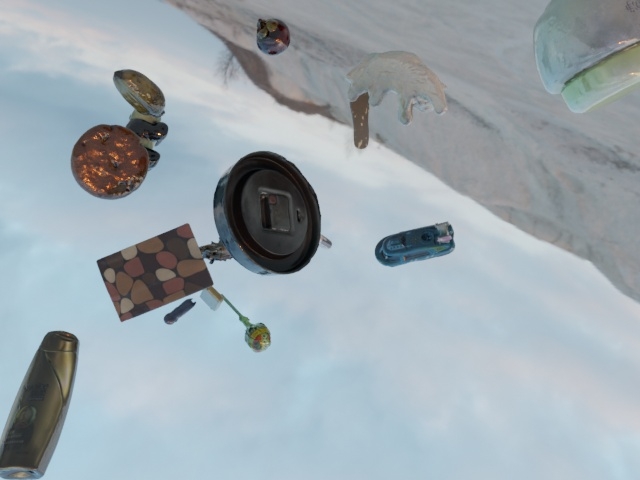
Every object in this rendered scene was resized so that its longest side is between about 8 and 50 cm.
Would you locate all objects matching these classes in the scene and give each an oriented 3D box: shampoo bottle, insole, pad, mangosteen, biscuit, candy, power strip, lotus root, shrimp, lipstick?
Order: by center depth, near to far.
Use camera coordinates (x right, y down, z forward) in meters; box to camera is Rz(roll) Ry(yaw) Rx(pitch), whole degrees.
[{"bbox_3d":[-0.106,-0.441,1.190,0.081,0.081,0.081,19,-163,-6],"label":"mangosteen"},{"bbox_3d":[-0.382,0.074,1.262,0.235,0.158,0.003,-22,-177,0],"label":"pad"},{"bbox_3d":[-0.663,0.381,1.311,0.125,0.084,0.350,-1,-131,2],"label":"shampoo bottle"},{"bbox_3d":[-0.468,-0.388,1.436,0.089,0.081,0.179,2,156,24],"label":"lotus root"},{"bbox_3d":[0.758,-0.537,1.510,0.322,0.322,0.317,-10,-107,-59],"label":"shampoo bottle"},{"bbox_3d":[-0.583,-0.217,1.521,0.212,0.212,0.036,11,-177,-28],"label":"biscuit"},{"bbox_3d":[-0.354,0.186,1.783,0.076,0.028,0.169,44,155,-1],"label":"power strip"},{"bbox_3d":[-0.268,-0.016,1.791,0.289,0.075,0.178,-11,-134,-6],"label":"shrimp"},{"bbox_3d":[-0.261,0.265,1.820,0.083,0.091,0.305,-4,-152,-39],"label":"candy"},{"bbox_3d":[0.000,0.000,1.852,0.040,0.040,0.141,30,178,26],"label":"lipstick"},{"bbox_3d":[0.139,-0.447,1.934,0.081,0.248,0.011,-9,-167,-28],"label":"insole"}]

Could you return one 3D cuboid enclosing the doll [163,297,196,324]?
[{"bbox_3d":[-0.433,0.218,1.689,0.037,0.027,0.125,44,-134,7],"label":"doll"}]

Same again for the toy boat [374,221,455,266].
[{"bbox_3d":[0.325,0.003,1.965,0.092,0.298,0.134,45,-142,-50],"label":"toy boat"}]

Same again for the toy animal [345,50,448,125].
[{"bbox_3d":[0.258,-0.512,1.816,0.307,0.266,0.188,-17,-163,35],"label":"toy animal"}]

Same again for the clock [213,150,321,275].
[{"bbox_3d":[-0.130,-0.067,1.408,0.067,0.325,0.325,-17,167,42],"label":"clock"}]

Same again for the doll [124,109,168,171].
[{"bbox_3d":[-0.563,-0.324,1.739,0.135,0.234,0.143,23,167,-24],"label":"doll"}]
